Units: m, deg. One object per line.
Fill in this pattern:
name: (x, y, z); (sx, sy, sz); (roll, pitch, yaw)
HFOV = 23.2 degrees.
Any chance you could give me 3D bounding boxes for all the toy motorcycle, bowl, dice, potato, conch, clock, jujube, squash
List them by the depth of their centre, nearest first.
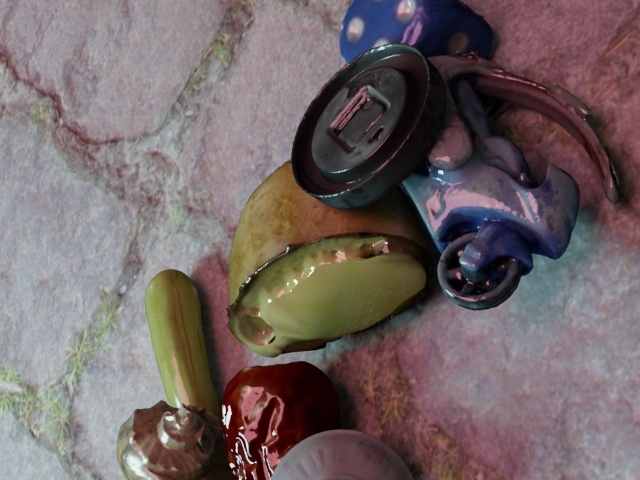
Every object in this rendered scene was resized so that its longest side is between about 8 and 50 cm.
toy motorcycle: (0.200, -0.087, 1.829); (0.241, 0.182, 0.319); (-44, 51, 23)
bowl: (0.023, 0.317, 1.834); (0.189, 0.086, 0.189); (0, 83, 4)
clock: (0.057, -0.134, 1.844); (0.215, 0.042, 0.215); (-30, 40, 30)
jujube: (-0.043, 0.263, 1.961); (0.155, 0.155, 0.230); (-23, 65, 35)
potato: (0.000, 0.000, 1.972); (0.285, 0.242, 0.242); (-41, 51, 41)
dice: (0.121, -0.256, 1.984); (0.146, 0.143, 0.146); (-56, 47, 13)
conch: (-0.180, 0.337, 2.061); (0.210, 0.159, 0.291); (-120, 26, -43)
squash: (-0.192, 0.151, 2.178); (0.083, 0.083, 0.250); (-34, 57, 30)
